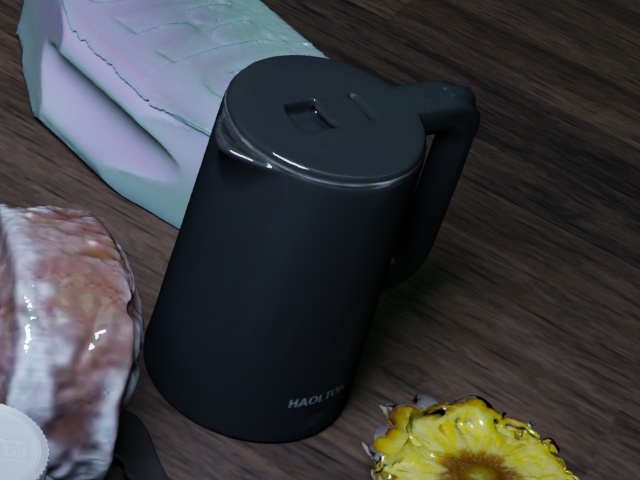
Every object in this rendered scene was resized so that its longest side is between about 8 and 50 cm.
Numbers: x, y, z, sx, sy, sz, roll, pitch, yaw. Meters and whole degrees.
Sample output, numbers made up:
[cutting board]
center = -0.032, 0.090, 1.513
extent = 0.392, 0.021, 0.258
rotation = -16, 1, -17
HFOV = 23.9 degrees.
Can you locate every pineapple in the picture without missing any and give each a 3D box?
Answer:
[pineapple]
center = 0.134, 0.225, 1.336
extent = 0.225, 0.076, 0.225
rotation = 13, 35, -9

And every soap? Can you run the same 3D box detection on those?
[soap]
center = -0.148, -0.169, 1.637
extent = 0.261, 0.156, 0.446
rotation = -20, 53, -41

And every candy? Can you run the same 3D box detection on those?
[candy]
center = -0.228, 0.081, 1.229
extent = 0.157, 0.214, 0.289
rotation = 5, 20, -23

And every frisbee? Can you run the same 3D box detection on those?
[frisbee]
center = -0.116, 0.231, 1.270
extent = 0.187, 0.012, 0.211
rotation = 14, 37, -9

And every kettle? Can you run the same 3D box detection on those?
[kettle]
center = -0.001, 0.009, 1.353
extent = 0.262, 0.308, 0.203
rotation = 8, 40, -14

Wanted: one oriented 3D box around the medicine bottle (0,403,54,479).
[medicine bottle]
center = -0.253, 0.210, 1.086
extent = 0.132, 0.188, 0.088
rotation = 18, 37, -2
